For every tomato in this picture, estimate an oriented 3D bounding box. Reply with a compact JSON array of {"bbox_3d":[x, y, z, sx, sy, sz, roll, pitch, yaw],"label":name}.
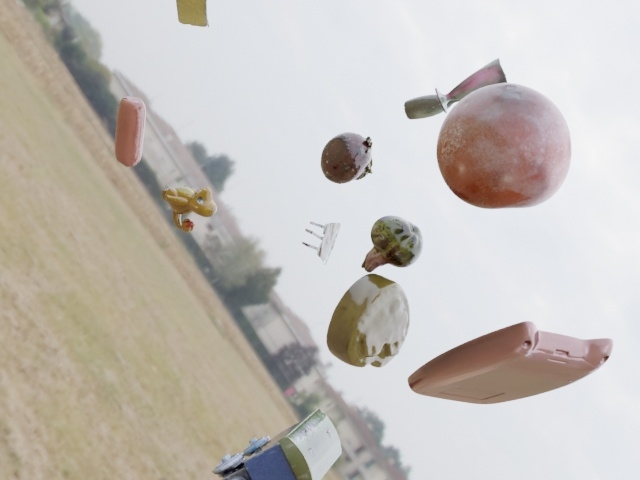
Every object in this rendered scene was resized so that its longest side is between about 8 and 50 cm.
[{"bbox_3d":[0.366,-0.195,1.673,0.270,0.270,0.227,50,-27,43],"label":"tomato"}]

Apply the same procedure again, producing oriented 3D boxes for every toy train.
[{"bbox_3d":[-0.082,0.441,1.676,0.131,0.202,0.300,61,12,5],"label":"toy train"}]

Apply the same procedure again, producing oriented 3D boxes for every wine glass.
[{"bbox_3d":[0.300,-0.340,2.065,0.198,0.066,0.066,-6,-54,35],"label":"wine glass"},{"bbox_3d":[0.338,-0.340,1.859,0.073,0.155,0.073,59,16,-29],"label":"wine glass"}]

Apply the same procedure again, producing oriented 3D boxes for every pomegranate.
[{"bbox_3d":[0.175,0.015,2.042,0.138,0.163,0.125,45,-16,-18],"label":"pomegranate"}]

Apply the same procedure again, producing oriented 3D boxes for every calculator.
[{"bbox_3d":[0.280,0.206,1.301,0.330,0.220,0.048,-40,-136,54],"label":"calculator"}]

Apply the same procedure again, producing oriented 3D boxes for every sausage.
[{"bbox_3d":[-0.417,-0.237,1.833,0.062,0.062,0.154,-133,-132,-55],"label":"sausage"}]

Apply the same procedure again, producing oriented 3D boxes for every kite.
[{"bbox_3d":[0.003,0.001,2.254,0.016,0.127,0.229,15,0,22],"label":"kite"}]

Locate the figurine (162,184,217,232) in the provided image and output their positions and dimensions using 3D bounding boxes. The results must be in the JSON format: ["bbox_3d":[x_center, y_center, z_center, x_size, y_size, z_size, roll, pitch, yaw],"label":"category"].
[{"bbox_3d":[-0.336,-0.081,2.171,0.176,0.121,0.122,9,-84,46],"label":"figurine"}]

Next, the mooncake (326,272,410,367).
[{"bbox_3d":[0.130,0.197,2.034,0.117,0.235,0.234,25,-27,40],"label":"mooncake"}]

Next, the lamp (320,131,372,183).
[{"bbox_3d":[0.079,-0.229,2.398,0.157,0.156,0.135,17,-16,46],"label":"lamp"}]

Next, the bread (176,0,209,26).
[{"bbox_3d":[-0.234,-0.476,1.693,0.080,0.109,0.084,13,-64,24],"label":"bread"}]
